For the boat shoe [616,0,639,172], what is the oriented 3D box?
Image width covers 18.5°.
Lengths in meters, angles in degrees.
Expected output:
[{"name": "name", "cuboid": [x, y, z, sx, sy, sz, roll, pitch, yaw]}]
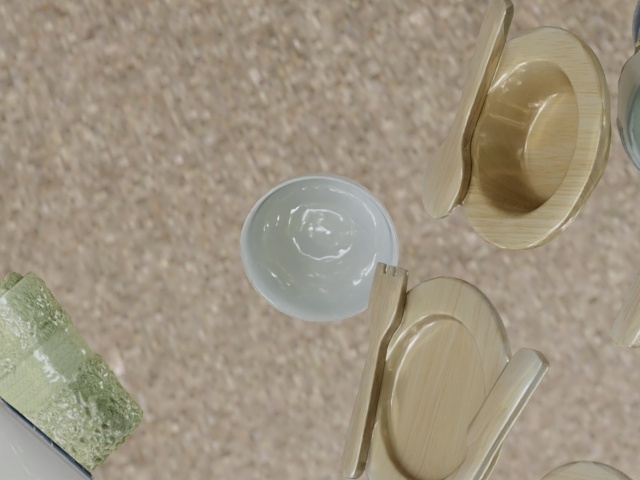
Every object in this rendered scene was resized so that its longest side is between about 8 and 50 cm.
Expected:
[{"name": "boat shoe", "cuboid": [0.144, -0.088, 0.476, 0.183, 0.083, 0.065, -40, 106, 23]}]

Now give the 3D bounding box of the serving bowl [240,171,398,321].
[{"name": "serving bowl", "cuboid": [0.000, 0.000, 1.037, 0.083, 0.027, 0.083, 1, 114, 3]}]

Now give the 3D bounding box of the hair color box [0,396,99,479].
[{"name": "hair color box", "cuboid": [-0.083, 0.248, 0.929, 0.347, 0.105, 0.174, 42, 81, -5]}]

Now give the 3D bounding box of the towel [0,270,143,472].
[{"name": "towel", "cuboid": [-0.156, 0.084, 1.039, 0.027, 0.110, 0.148, -38, 180, -40]}]

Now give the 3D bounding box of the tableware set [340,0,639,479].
[{"name": "tableware set", "cuboid": [0.057, 0.024, 0.456, 0.020, 0.168, 0.141, 11, 107, -33]}]
